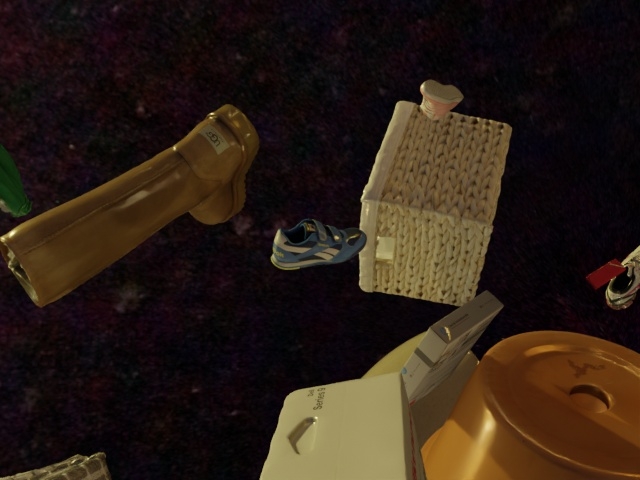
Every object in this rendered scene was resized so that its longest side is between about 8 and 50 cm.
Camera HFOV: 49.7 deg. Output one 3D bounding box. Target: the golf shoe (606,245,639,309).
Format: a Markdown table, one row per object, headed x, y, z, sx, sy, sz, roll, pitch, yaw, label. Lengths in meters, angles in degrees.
| x | y | z | sx | sy | sz | roll | pitch | yaw | label |
| --- | --- | --- | --- | --- | --- | --- | --- | --- | --- |
| 0.719 | 0.071 | 1.578 | 0.067 | 0.086 | 0.186 | 29 | 74 | 35 | golf shoe |

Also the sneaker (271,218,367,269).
| x | y | z | sx | sy | sz | roll | pitch | yaw | label |
| --- | --- | --- | --- | --- | --- | --- | --- | --- | --- |
| 0.000 | 0.000 | 0.990 | 0.144 | 0.059 | 0.053 | -12 | 34 | -17 | sneaker |

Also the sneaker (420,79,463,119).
| x | y | z | sx | sy | sz | roll | pitch | yaw | label |
| --- | --- | --- | --- | --- | --- | --- | --- | --- | --- |
| 0.209 | -0.254 | 1.277 | 0.070 | 0.134 | 0.051 | -42 | 73 | 31 | sneaker |

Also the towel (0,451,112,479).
| x | y | z | sx | sy | sz | roll | pitch | yaw | label |
| --- | --- | --- | --- | --- | --- | --- | --- | --- | --- |
| -0.269 | 0.314 | 0.507 | 0.121 | 0.284 | 0.234 | -20 | 85 | 51 | towel |

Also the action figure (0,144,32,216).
| x | y | z | sx | sy | sz | roll | pitch | yaw | label |
| --- | --- | --- | --- | --- | --- | --- | --- | --- | --- |
| -0.445 | -0.100 | 0.890 | 0.064 | 0.232 | 0.137 | -21 | 54 | 2 | action figure |

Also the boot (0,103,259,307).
| x | y | z | sx | sy | sz | roll | pitch | yaw | label |
| --- | --- | --- | --- | --- | --- | --- | --- | --- | --- |
| -0.205 | -0.023 | 0.756 | 0.269 | 0.236 | 0.089 | -39 | 80 | -26 | boot |

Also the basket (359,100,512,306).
| x | y | z | sx | sy | sz | roll | pitch | yaw | label |
| --- | --- | --- | --- | --- | --- | --- | --- | --- | --- |
| 0.250 | -0.076 | 1.536 | 0.267 | 0.328 | 0.331 | 12 | 52 | 11 | basket |

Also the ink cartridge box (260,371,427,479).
| x | y | z | sx | sy | sz | roll | pitch | yaw | label |
| --- | --- | --- | --- | --- | --- | --- | --- | --- | --- |
| 0.034 | 0.216 | 0.452 | 0.093 | 0.154 | 0.212 | -14 | 101 | 8 | ink cartridge box |

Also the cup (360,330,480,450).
| x | y | z | sx | sy | sz | roll | pitch | yaw | label |
| --- | --- | --- | --- | --- | --- | --- | --- | --- | --- |
| 0.174 | 0.365 | 1.372 | 0.237 | 0.331 | 0.331 | -13 | 71 | -22 | cup |

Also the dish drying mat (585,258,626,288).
| x | y | z | sx | sy | sz | roll | pitch | yaw | label |
| --- | --- | --- | --- | --- | --- | --- | --- | --- | --- |
| 0.575 | 0.066 | 1.394 | 0.083 | 0.008 | 0.032 | -28 | 66 | -17 | dish drying mat |

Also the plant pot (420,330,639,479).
| x | y | z | sx | sy | sz | roll | pitch | yaw | label |
| --- | --- | --- | --- | --- | --- | --- | --- | --- | --- |
| 0.231 | 0.224 | 0.658 | 0.291 | 0.291 | 0.203 | 19 | 122 | 25 | plant pot |

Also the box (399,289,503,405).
| x | y | z | sx | sy | sz | roll | pitch | yaw | label |
| --- | --- | --- | --- | --- | --- | --- | --- | --- | --- |
| 0.179 | 0.169 | 1.025 | 0.038 | 0.145 | 0.186 | 44 | 135 | 24 | box |
